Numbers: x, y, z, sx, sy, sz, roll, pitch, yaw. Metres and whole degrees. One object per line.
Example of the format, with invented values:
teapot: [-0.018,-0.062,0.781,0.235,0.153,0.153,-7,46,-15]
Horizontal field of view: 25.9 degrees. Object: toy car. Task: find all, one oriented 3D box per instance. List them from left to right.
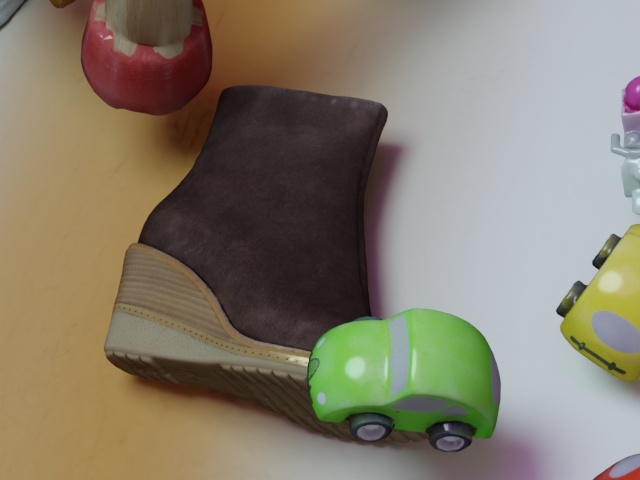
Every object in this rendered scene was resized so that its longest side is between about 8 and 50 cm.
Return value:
toy car: [0.107,0.073,0.691,0.225,0.053,0.239,7,55,-9]

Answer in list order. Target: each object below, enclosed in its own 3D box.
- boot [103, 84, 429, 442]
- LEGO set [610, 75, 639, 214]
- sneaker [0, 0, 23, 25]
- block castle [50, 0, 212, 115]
boot: [0.000,0.000,0.817,0.248,0.090,0.206,10,63,30]
LEGO set: [0.300,-0.063,0.736,0.287,0.107,0.132,-11,54,14]
sneaker: [-0.254,-0.243,1.080,0.258,0.091,0.094,-43,53,-11]
block castle: [-0.131,-0.322,0.947,0.303,0.213,0.453,-31,72,-21]
